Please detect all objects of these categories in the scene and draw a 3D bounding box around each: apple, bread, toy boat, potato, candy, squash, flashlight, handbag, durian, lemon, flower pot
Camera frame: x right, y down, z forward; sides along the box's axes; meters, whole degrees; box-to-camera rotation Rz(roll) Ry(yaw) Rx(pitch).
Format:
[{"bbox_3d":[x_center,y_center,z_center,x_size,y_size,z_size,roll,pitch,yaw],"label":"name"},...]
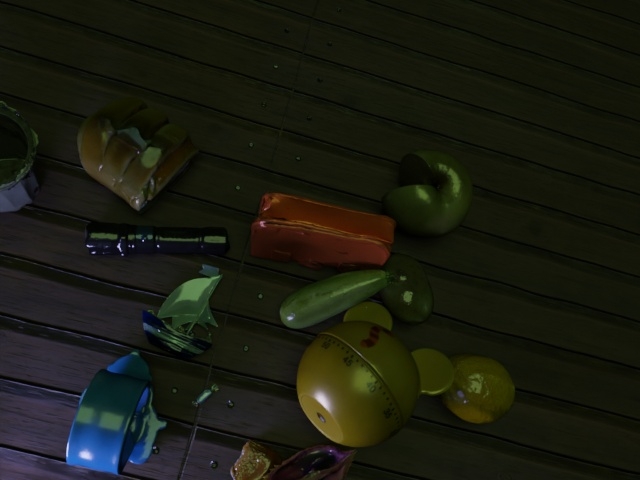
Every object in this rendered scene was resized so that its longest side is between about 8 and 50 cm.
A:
[{"bbox_3d":[0.342,-0.147,1.781,0.292,0.254,0.291,2,75,-9],"label":"apple"},{"bbox_3d":[-0.180,0.638,1.536,0.126,0.044,0.129,34,72,3],"label":"bread"},{"bbox_3d":[-0.376,0.222,1.626,0.292,0.070,0.210,-39,85,-22],"label":"toy boat"},{"bbox_3d":[0.264,0.144,1.724,0.159,0.174,0.251,-18,65,19],"label":"potato"},{"bbox_3d":[-0.330,0.449,1.581,0.083,0.020,0.030,-41,80,-18],"label":"candy"},{"bbox_3d":[0.047,0.160,1.648,0.371,0.118,0.118,-25,77,7],"label":"squash"},{"bbox_3d":[-0.489,-0.004,1.671,0.424,0.103,0.103,1,72,-12],"label":"flashlight"},{"bbox_3d":[-0.582,-0.297,1.687,0.341,0.210,0.300,40,67,5],"label":"bread"},{"bbox_3d":[0.000,0.000,1.643,0.410,0.303,0.116,12,64,-3],"label":"handbag"},{"bbox_3d":[-0.042,0.674,1.493,0.261,0.154,0.186,-1,83,-26],"label":"durian"},{"bbox_3d":[0.464,0.440,1.636,0.260,0.204,0.204,23,69,-17],"label":"lemon"},{"bbox_3d":[-0.927,-0.214,1.566,0.291,0.259,0.290,3,70,-9],"label":"flower pot"}]

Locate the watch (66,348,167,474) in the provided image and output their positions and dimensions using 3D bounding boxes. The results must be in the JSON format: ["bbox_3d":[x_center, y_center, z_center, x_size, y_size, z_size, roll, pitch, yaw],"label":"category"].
[{"bbox_3d":[-0.520,0.432,1.418,0.242,0.274,0.305,13,75,-6],"label":"watch"}]

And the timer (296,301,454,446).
[{"bbox_3d":[0.135,0.372,1.532,0.387,0.376,0.376,-36,81,-27],"label":"timer"}]
